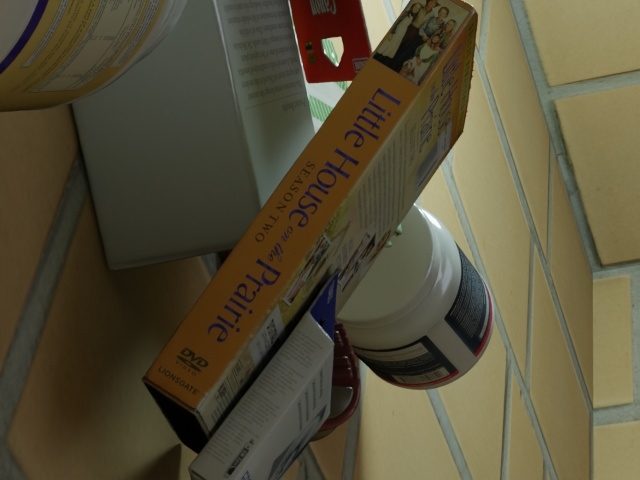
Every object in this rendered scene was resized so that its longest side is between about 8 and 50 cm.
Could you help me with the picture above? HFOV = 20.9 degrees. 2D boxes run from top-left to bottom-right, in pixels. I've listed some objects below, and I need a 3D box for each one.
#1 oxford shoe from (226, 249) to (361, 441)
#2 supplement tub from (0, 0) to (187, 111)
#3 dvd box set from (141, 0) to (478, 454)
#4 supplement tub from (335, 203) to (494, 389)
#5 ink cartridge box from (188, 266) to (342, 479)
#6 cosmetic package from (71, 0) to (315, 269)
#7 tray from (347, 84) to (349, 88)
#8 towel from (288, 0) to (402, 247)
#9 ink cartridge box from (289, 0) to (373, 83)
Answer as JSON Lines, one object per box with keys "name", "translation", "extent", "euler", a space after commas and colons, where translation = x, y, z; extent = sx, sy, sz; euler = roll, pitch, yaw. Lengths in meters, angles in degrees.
{"name": "oxford shoe", "translation": [-0.048, 0.054, 1.898], "extent": [0.130, 0.123, 0.348], "euler": [120, -36, -64]}
{"name": "supplement tub", "translation": [-0.232, -0.204, 1.157], "extent": [0.331, 0.241, 0.241], "euler": [-20, 99, -73]}
{"name": "dvd box set", "translation": [0.000, 0.000, 1.565], "extent": [0.420, 0.062, 0.307], "euler": [-55, 169, -12]}
{"name": "supplement tub", "translation": [0.097, 0.064, 2.164], "extent": [0.272, 0.191, 0.191], "euler": [48, 36, -61]}
{"name": "ink cartridge box", "translation": [-0.033, 0.154, 1.567], "extent": [0.224, 0.045, 0.223], "euler": [-54, 169, -17]}
{"name": "cosmetic package", "translation": [-0.135, -0.221, 1.618], "extent": [0.230, 0.161, 0.453], "euler": [-30, 109, -72]}
{"name": "tray", "translation": [0.038, -0.154, 2.376], "extent": [0.270, 0.030, 0.145], "euler": [43, 41, -64]}
{"name": "towel", "translation": [-0.023, -0.158, 1.936], "extent": [0.248, 0.038, 0.325], "euler": [25, 39, -56]}
{"name": "ink cartridge box", "translation": [-0.028, -0.274, 1.778], "extent": [0.275, 0.060, 0.239], "euler": [-165, -117, -75]}
